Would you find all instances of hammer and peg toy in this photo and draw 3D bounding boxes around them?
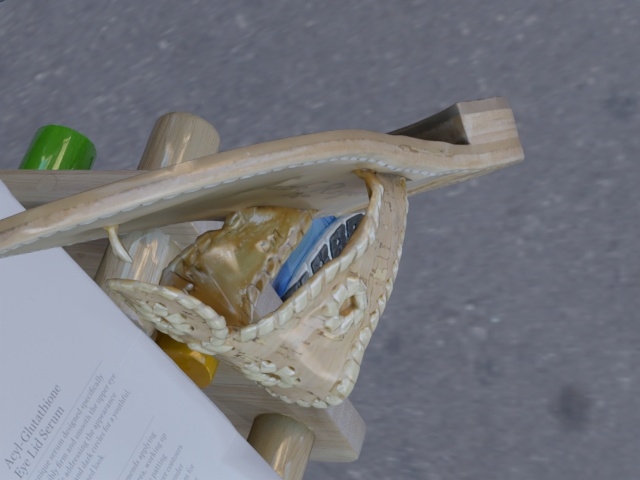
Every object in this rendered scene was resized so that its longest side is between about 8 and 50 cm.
[{"bbox_3d":[-0.174,0.045,1.125,0.266,0.361,0.127,57,43,-46],"label":"hammer and peg toy"}]

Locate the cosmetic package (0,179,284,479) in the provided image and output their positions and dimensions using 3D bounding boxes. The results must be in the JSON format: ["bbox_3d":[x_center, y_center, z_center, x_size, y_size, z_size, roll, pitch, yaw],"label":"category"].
[{"bbox_3d":[-0.160,0.197,0.829,0.284,0.097,0.377,50,46,-23],"label":"cosmetic package"}]

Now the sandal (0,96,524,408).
[{"bbox_3d":[0.001,0.010,0.610,0.240,0.088,0.079,-16,89,-54],"label":"sandal"}]

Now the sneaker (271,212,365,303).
[{"bbox_3d":[0.000,0.000,1.288,0.162,0.073,0.063,-60,139,-47],"label":"sneaker"}]

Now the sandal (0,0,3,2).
[{"bbox_3d":[-0.228,-0.145,1.078,0.254,0.097,0.054,-21,109,-16],"label":"sandal"}]
